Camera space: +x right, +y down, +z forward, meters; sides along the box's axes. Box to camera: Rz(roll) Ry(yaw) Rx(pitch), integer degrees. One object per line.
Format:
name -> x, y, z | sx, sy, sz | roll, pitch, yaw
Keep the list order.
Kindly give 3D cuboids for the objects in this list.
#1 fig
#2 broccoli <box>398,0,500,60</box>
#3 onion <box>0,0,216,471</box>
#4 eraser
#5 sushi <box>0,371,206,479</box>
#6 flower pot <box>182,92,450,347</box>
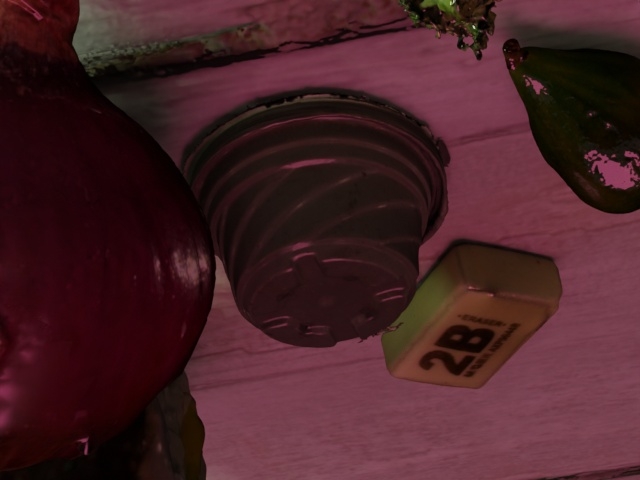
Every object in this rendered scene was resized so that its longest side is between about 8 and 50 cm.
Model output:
fig -> 0.204, -0.104, 0.956 | 0.177, 0.117, 0.117 | 33, 131, -14
broccoli -> 0.090, -0.182, 0.846 | 0.095, 0.092, 0.097 | 13, 111, -23
onion -> -0.229, -0.032, 0.872 | 0.347, 0.348, 0.385 | 9, 103, -18
eraser -> 0.147, 0.079, 1.216 | 0.117, 0.058, 0.172 | 12, 139, -21
sushi -> -0.259, 0.207, 1.155 | 0.294, 0.299, 0.281 | -11, 120, 4
flower pot -> 0.000, 0.000, 1.032 | 0.235, 0.141, 0.235 | -4, 145, -3
